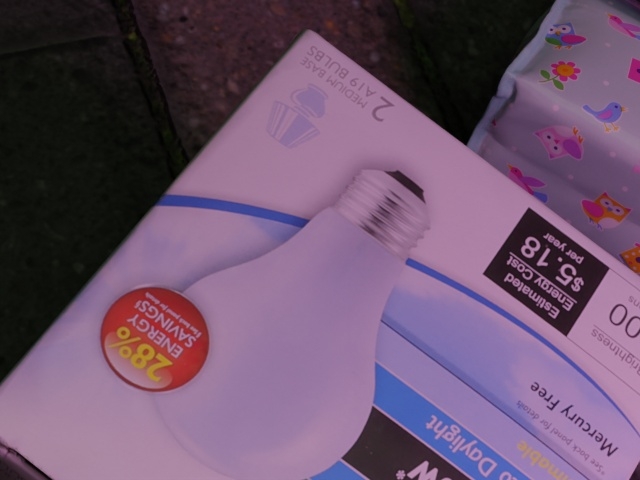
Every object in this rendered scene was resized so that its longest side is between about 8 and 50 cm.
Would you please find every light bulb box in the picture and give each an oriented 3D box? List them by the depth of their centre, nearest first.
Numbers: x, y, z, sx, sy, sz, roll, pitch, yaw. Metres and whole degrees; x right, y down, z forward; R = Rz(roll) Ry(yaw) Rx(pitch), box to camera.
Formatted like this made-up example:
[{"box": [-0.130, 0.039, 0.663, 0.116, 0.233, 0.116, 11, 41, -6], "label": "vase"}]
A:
[{"box": [0.001, 0.123, 1.056, 0.358, 0.225, 0.361, 36, 62, 1], "label": "light bulb box"}]

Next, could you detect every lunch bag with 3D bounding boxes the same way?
[{"box": [0.274, -0.121, 1.339, 0.223, 0.160, 0.262, 32, 50, 7], "label": "lunch bag"}]
